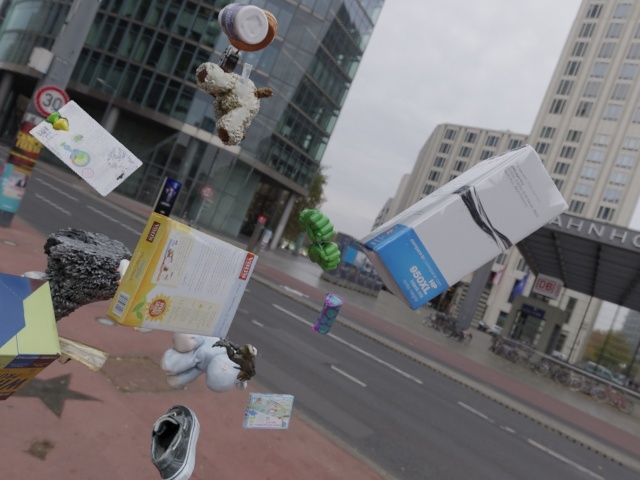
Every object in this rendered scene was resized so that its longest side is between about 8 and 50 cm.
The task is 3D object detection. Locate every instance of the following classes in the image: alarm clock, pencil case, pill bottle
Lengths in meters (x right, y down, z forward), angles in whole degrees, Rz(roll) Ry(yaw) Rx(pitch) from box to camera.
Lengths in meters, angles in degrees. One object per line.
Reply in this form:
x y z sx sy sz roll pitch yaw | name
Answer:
-0.399 -0.764 1.818 0.064 0.129 0.192 26 3 -28 | alarm clock
0.025 0.259 1.496 0.070 0.152 0.064 -9 42 -39 | pencil case
-0.158 -0.432 0.845 0.067 0.067 0.120 23 12 -43 | pill bottle

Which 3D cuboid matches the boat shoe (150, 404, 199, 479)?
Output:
-0.432 0.566 1.256 0.119 0.121 0.335 65 -15 -17 | boat shoe

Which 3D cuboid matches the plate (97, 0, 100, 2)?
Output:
-0.594 -0.767 1.220 0.024 0.188 0.188 35 -8 -33 | plate

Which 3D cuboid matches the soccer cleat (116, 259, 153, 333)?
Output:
-0.453 0.136 1.076 0.076 0.196 0.068 -19 -7 -10 | soccer cleat

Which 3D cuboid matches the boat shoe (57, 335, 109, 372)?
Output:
-0.600 0.267 1.015 0.170 0.059 0.063 21 -19 -5 | boat shoe

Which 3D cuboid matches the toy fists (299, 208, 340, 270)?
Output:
0.000 0.000 1.767 0.142 0.279 0.096 13 36 44 | toy fists

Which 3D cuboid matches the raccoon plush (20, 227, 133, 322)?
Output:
-0.628 0.168 1.178 0.446 0.299 0.216 25 7 15 | raccoon plush

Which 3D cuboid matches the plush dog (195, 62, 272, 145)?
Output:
-0.287 -0.450 1.414 0.210 0.263 0.225 -25 13 -22 | plush dog

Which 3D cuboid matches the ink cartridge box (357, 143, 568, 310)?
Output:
0.308 -0.033 1.007 0.166 0.394 0.285 57 1 -4 | ink cartridge box

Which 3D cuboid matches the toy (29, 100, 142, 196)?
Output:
-0.615 -0.238 1.131 0.237 0.137 0.056 44 -23 -12 | toy

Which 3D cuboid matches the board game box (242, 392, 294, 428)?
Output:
-0.166 0.547 1.368 0.154 0.104 0.026 17 -10 -31 | board game box

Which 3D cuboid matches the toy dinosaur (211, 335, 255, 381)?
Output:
-0.214 0.292 1.101 0.118 0.064 0.268 32 -30 8 | toy dinosaur

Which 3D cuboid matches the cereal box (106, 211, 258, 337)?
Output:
-0.220 0.072 0.732 0.047 0.173 0.240 18 -8 30 | cereal box

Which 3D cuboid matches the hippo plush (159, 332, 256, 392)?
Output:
-0.339 0.405 1.368 0.236 0.234 0.294 28 13 20 | hippo plush

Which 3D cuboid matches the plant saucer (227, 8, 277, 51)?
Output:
-0.259 -0.801 1.646 0.199 0.037 0.200 -17 -16 -5 | plant saucer

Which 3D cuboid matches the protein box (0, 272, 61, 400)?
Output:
-0.704 0.211 0.924 0.136 0.201 0.200 29 28 -59 | protein box
